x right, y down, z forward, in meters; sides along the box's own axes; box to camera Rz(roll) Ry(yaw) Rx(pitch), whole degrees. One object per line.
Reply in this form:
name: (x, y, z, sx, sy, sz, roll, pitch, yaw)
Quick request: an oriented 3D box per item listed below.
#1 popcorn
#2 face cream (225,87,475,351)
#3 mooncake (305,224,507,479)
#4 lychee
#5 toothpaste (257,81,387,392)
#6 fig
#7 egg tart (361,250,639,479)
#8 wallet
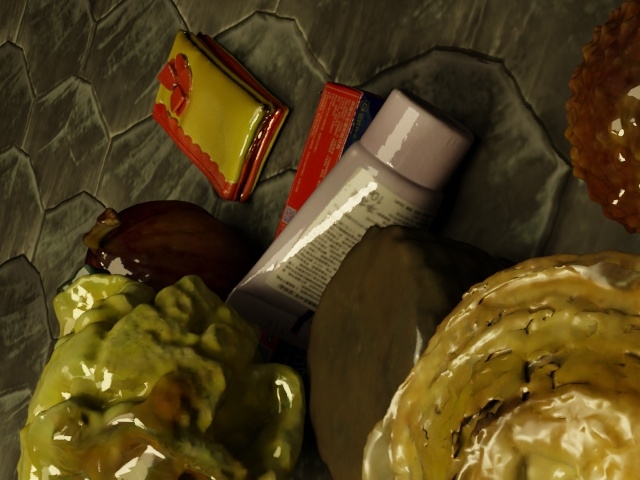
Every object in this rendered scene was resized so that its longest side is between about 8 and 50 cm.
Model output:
popcorn: (-0.144, 0.169, 0.891, 0.237, 0.293, 0.293, -90, 14, -87)
face cream: (0.038, -0.008, 0.932, 0.274, 0.154, 0.096, -57, 21, 15)
mooncake: (0.079, 0.104, 0.835, 0.228, 0.124, 0.228, -34, 51, 58)
lychee: (0.257, -0.080, 0.629, 0.200, 0.200, 0.238, -27, 42, 44)
toothpaste: (0.001, 0.000, 1.007, 0.066, 0.076, 0.320, 31, 106, 49)
fig: (-0.200, 0.034, 1.102, 0.186, 0.249, 0.204, -51, 43, 18)
egg tart: (0.181, 0.175, 0.613, 0.341, 0.129, 0.341, 5, 103, 23)
wallet: (-0.138, -0.159, 1.218, 0.241, 0.067, 0.141, 46, 118, 44)
